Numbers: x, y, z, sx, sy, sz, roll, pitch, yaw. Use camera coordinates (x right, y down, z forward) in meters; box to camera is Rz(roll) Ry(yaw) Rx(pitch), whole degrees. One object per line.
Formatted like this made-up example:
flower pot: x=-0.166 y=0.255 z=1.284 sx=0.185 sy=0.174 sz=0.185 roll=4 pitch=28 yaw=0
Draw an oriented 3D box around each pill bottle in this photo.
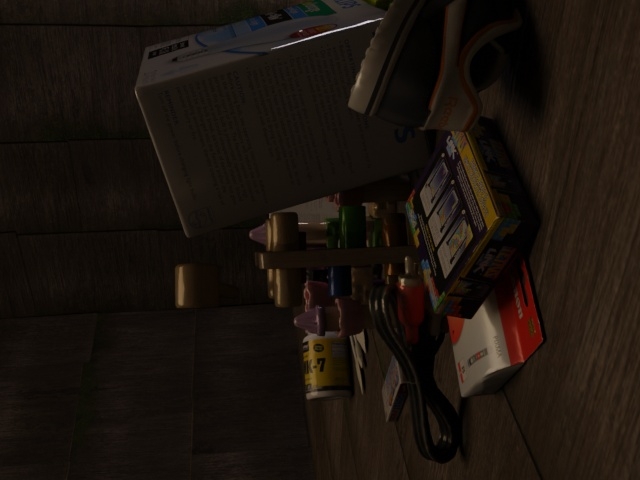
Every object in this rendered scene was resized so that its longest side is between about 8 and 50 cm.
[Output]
pill bottle: x=0.015 y=0.303 z=2.040 sx=0.119 sy=0.119 sz=0.208 roll=107 pitch=160 yaw=-72

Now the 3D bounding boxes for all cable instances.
cable: x=0.130 y=0.148 z=0.969 sx=0.072 sy=0.139 sz=0.287 roll=-3 pitch=96 yaw=44

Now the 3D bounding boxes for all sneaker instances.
sneaker: x=0.134 y=-0.227 z=0.798 sx=0.126 sy=0.127 sz=0.321 roll=109 pitch=-177 yaw=-58

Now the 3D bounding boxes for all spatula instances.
spatula: x=0.084 y=0.220 z=1.866 sx=0.242 sy=0.019 sz=0.168 roll=-101 pitch=5 yaw=-58

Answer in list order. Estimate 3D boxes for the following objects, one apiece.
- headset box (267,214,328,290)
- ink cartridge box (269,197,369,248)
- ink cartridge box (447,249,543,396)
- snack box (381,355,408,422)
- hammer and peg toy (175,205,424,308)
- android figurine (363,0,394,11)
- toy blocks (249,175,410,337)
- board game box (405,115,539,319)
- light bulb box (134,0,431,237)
headset box: x=-0.018 y=-0.028 z=1.832 sx=0.246 sy=0.131 sz=0.283 roll=27 pitch=122 yaw=59
ink cartridge box: x=0.003 y=-0.063 z=1.649 sx=0.045 sy=0.224 sz=0.223 roll=-51 pitch=-36 yaw=-67
ink cartridge box: x=0.174 y=0.073 z=0.833 sx=0.179 sy=0.045 sz=0.145 roll=94 pitch=171 yaw=-63
snack box: x=0.132 y=0.257 z=1.389 sx=0.178 sy=0.022 sz=0.064 roll=97 pitch=170 yaw=-56
hammer and peg toy: x=-0.019 y=0.022 z=1.122 sx=0.266 sy=0.361 sz=0.127 roll=173 pitch=94 yaw=-85
android figurine: x=0.102 y=-0.463 z=1.220 sx=0.248 sy=0.056 sz=0.272 roll=-178 pitch=86 yaw=-84
toy blocks: x=0.000 y=0.000 z=1.403 sx=0.309 sy=0.260 sz=0.288 roll=-115 pitch=23 yaw=-74
board game box: x=0.150 y=-0.028 z=0.823 sx=0.170 sy=0.048 sz=0.141 roll=-98 pitch=27 yaw=-45
light bulb box: x=-0.067 y=-0.211 z=1.206 sx=0.358 sy=0.361 sz=0.225 roll=-115 pitch=8 yaw=-65
